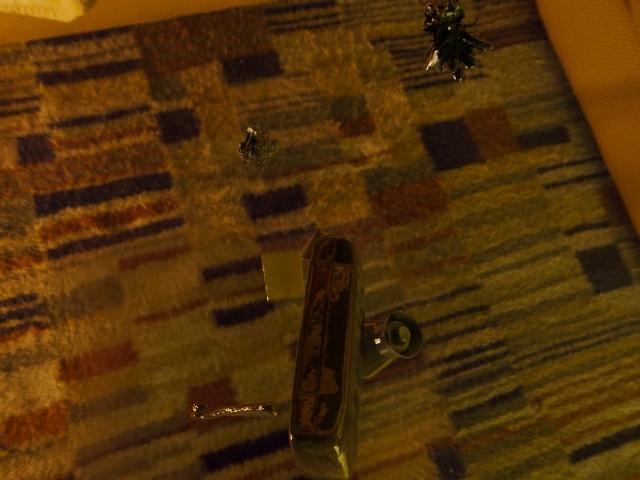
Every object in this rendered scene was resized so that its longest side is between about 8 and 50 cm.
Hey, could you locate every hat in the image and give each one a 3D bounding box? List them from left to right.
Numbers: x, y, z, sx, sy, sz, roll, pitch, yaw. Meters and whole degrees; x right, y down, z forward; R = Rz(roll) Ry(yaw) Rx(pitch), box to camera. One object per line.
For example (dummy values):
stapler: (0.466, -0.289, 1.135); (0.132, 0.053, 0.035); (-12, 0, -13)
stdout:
hat: (0.000, 0.000, 1.362); (0.146, 0.146, 0.067); (-13, 96, -12)

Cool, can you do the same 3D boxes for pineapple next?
pineapple: (0.143, -0.302, 0.626); (0.083, 0.221, 0.103); (-27, 40, 4)

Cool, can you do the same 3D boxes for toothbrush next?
toothbrush: (-0.159, 0.298, 0.919); (0.030, 0.297, 0.030); (17, 65, -33)

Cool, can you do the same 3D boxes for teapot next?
teapot: (0.181, 0.293, 1.493); (0.203, 0.225, 0.170); (6, 64, -33)

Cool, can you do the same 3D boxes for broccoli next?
broccoli: (-0.191, -0.291, 1.602); (0.132, 0.130, 0.120); (-15, 107, -20)

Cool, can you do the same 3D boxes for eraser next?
eraser: (-0.091, 0.085, 1.295); (0.097, 0.045, 0.122); (-6, 96, -3)

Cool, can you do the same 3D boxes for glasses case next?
glasses case: (0.015, 0.143, 0.699); (0.074, 0.131, 0.323); (-3, 47, 11)
